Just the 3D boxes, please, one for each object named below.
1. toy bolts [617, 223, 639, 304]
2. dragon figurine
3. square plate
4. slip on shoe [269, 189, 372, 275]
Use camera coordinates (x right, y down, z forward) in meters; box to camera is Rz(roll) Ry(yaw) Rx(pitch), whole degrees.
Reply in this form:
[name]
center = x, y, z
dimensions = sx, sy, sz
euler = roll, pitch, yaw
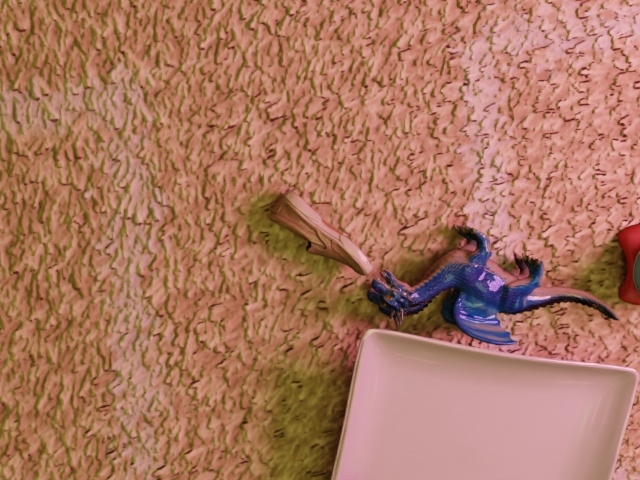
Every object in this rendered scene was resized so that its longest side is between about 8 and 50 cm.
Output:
[toy bolts]
center = 0.478, 0.004, 1.764
dimensions = 0.229, 0.158, 0.218
euler = -9, 98, -11
[dragon figurine]
center = 0.195, 0.074, 1.747
dimensions = 0.289, 0.085, 0.144
euler = 25, 89, -13
[square plate]
center = 0.175, 0.285, 1.768
dimensions = 0.347, 0.049, 0.344
euler = 10, 102, -13
[slip on shoe]
center = 0.000, 0.000, 1.716
dimensions = 0.135, 0.051, 0.041
euler = 42, 81, -10
